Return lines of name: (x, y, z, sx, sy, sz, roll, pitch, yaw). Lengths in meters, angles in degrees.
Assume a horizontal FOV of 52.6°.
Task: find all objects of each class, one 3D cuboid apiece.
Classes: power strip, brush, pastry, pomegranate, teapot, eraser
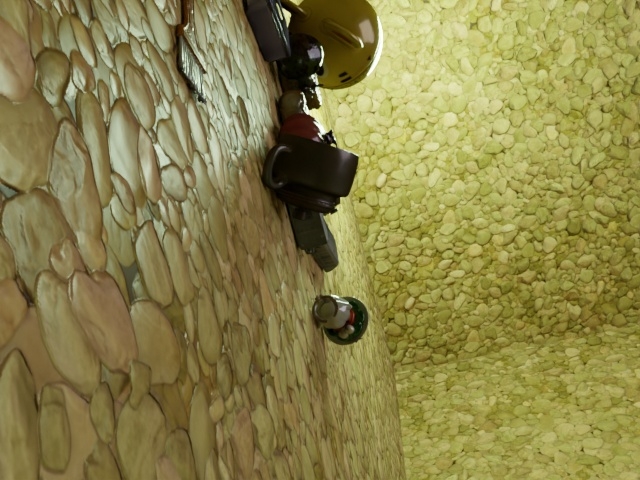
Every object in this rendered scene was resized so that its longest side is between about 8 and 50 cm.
power strip: (-0.044, -0.104, 1.552, 0.052, 0.078, 0.272, -95, 170, -79)
brush: (-0.206, -0.358, 1.018, 0.090, 0.017, 0.315, 64, 14, -60)
pastry: (-0.061, -0.482, 1.970, 0.189, 0.103, 0.189, -13, 90, -83)
pastry: (-0.067, -0.337, 1.776, 0.153, 0.081, 0.153, 164, -90, -89)
pomegranate: (-0.060, -0.492, 1.805, 0.148, 0.148, 0.169, 35, 52, -79)
teapot: (-0.031, -0.131, 1.414, 0.267, 0.185, 0.175, 10, 96, -50)
eraser: (0.000, 0.000, 1.778, 0.352, 0.061, 0.089, 59, 21, -67)

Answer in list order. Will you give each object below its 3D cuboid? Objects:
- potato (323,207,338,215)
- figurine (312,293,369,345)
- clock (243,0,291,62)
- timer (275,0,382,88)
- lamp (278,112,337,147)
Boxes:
potato: (0.017, -0.151, 2.045, 0.225, 0.090, 0.117, -94, 165, -65)
figurine: (0.038, 0.184, 1.599, 0.153, 0.132, 0.132, 39, 37, -57)
clock: (-0.138, -0.578, 1.671, 0.193, 0.073, 0.145, 65, 15, -57)
timer: (0.027, -0.698, 2.215, 0.387, 0.376, 0.376, 9, 67, -66)
lamp: (-0.031, -0.235, 1.645, 0.182, 0.140, 0.182, -14, 90, -78)
